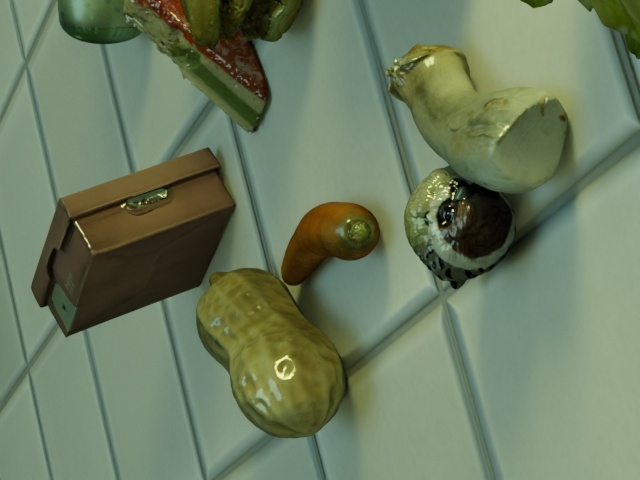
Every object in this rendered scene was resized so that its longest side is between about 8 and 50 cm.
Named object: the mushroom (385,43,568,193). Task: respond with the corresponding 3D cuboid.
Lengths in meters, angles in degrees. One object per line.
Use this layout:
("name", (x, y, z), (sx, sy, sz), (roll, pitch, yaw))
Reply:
("mushroom", (0.126, -0.104, 1.593), (0.223, 0.081, 0.092), (-139, 53, -60))

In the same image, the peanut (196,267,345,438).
("peanut", (-0.056, 0.117, 2.045), (0.136, 0.120, 0.298), (60, 176, -35))

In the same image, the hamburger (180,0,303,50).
("hamburger", (-0.087, -0.283, 1.989), (0.185, 0.131, 0.159), (-120, 22, -54))

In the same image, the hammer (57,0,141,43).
("hammer", (-0.314, -0.374, 2.522), (0.335, 0.119, 0.206), (-149, 56, -69))

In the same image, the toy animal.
("toy animal", (0.126, 0.002, 1.626), (0.098, 0.098, 0.137), (48, 159, 53))

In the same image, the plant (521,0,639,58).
("plant", (0.192, -0.223, 1.278), (0.261, 0.297, 0.306), (50, 136, -1))

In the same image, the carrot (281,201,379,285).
("carrot", (0.000, 0.000, 1.963), (0.062, 0.066, 0.271), (-57, 13, -17))

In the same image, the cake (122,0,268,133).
("cake", (-0.117, -0.237, 2.176), (0.220, 0.117, 0.086), (39, 146, 12))

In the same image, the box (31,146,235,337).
("box", (-0.225, 0.005, 2.292), (0.086, 0.215, 0.215), (58, 149, 19))
